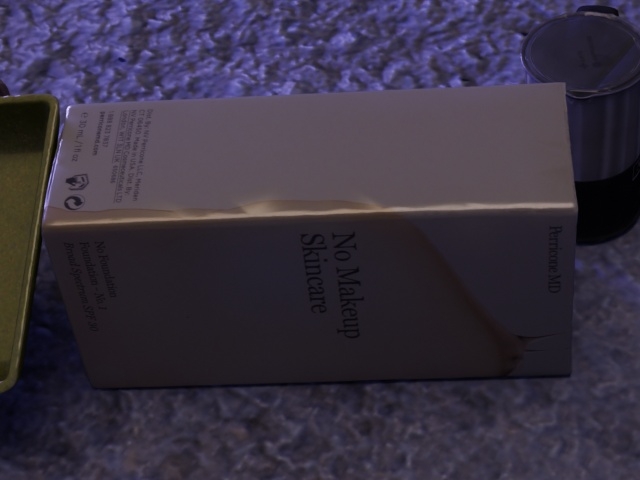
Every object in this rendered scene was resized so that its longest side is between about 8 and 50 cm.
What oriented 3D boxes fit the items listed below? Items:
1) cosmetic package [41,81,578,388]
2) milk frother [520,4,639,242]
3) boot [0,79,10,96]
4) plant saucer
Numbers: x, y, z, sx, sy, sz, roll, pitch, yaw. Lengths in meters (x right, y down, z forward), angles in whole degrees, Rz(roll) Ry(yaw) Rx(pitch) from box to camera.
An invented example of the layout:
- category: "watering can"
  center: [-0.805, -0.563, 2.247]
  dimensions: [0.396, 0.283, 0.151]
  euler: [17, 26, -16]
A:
- category: "cosmetic package"
  center: [0.000, 0.000, 0.982]
  dimensions: [0.309, 0.160, 0.113]
  euler: [-2, 47, 7]
- category: "milk frother"
  center: [0.143, -0.085, 1.060]
  dimensions: [0.143, 0.134, 0.129]
  euler: [-7, 45, 1]
- category: "boot"
  center: [-0.360, -0.050, 1.121]
  dimensions: [0.207, 0.090, 0.248]
  euler: [19, 55, 20]
- category: "plant saucer"
  center: [-0.246, 0.007, 0.992]
  dimensions: [0.188, 0.045, 0.188]
  euler: [-2, 72, 23]
